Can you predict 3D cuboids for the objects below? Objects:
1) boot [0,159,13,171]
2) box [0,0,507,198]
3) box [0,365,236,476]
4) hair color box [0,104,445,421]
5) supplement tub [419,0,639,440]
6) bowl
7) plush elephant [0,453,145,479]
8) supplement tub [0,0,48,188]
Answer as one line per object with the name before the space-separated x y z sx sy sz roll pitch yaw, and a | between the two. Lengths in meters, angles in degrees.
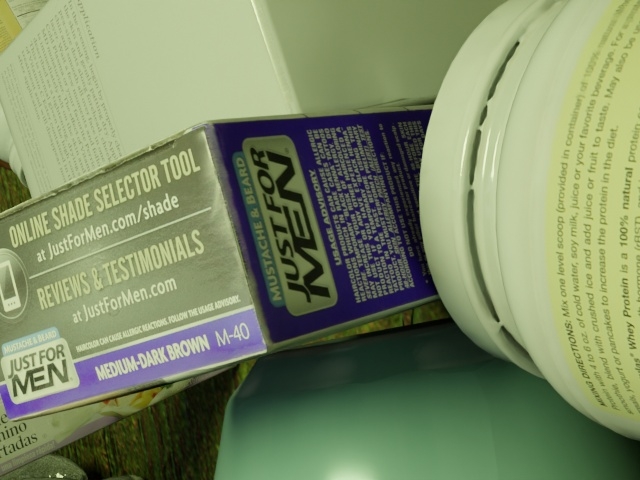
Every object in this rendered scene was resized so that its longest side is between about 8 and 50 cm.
boot | -0.401 -0.118 1.382 0.280 0.096 0.264 16 144 26
box | -0.049 -0.119 0.815 0.345 0.215 0.168 -24 85 53
box | -0.223 0.138 1.068 0.067 0.324 0.063 10 116 53
hair color box | 0.000 0.000 0.669 0.185 0.339 0.110 -19 84 38
supplement tub | 0.223 -0.012 0.498 0.325 0.235 0.235 11 114 50
bowl | 0.062 0.133 0.728 0.311 0.311 0.163 -14 85 54
plush elephant | -0.360 0.390 1.449 0.330 0.255 0.272 13 75 14
supplement tub | -0.275 -0.162 1.148 0.200 0.144 0.144 58 142 17
